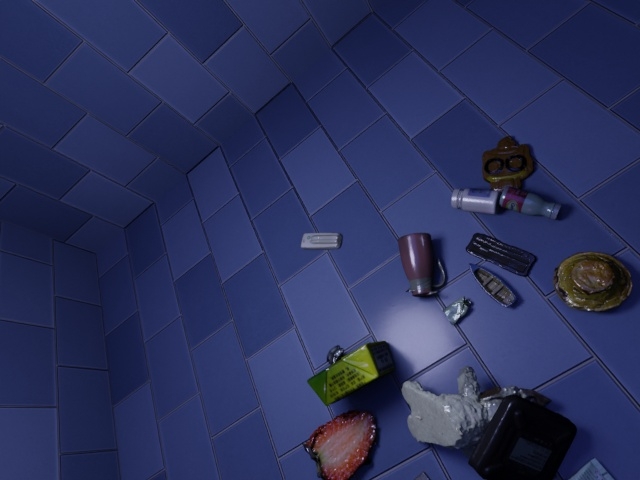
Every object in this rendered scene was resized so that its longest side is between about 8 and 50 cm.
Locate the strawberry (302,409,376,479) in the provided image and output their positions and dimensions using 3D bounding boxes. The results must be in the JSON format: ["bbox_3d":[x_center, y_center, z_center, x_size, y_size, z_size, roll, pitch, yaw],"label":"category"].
[{"bbox_3d":[0.101,0.838,1.656,0.306,0.137,0.233,-29,74,-12],"label":"strawberry"}]

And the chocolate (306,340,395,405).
[{"bbox_3d":[0.141,0.537,1.644,0.289,0.301,0.137,-36,68,14],"label":"chocolate"}]

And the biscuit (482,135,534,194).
[{"bbox_3d":[0.814,-0.332,1.762,0.209,0.041,0.290,-4,68,29],"label":"biscuit"}]

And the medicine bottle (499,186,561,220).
[{"bbox_3d":[0.846,-0.148,1.631,0.217,0.090,0.090,24,83,30],"label":"medicine bottle"}]

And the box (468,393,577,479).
[{"bbox_3d":[0.653,0.661,1.292,0.288,0.290,0.073,-62,13,2],"label":"box"}]

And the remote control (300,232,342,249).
[{"bbox_3d":[0.000,0.000,2.104,0.230,0.049,0.090,-2,67,32],"label":"remote control"}]

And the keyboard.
[{"bbox_3d":[0.735,0.054,1.657,0.262,0.016,0.106,29,86,36],"label":"keyboard"}]

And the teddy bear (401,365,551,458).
[{"bbox_3d":[0.556,0.616,1.463,0.375,0.362,0.327,161,101,-67],"label":"teddy bear"}]

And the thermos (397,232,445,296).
[{"bbox_3d":[0.439,0.111,1.748,0.177,0.146,0.264,-7,73,1],"label":"thermos"}]

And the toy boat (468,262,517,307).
[{"bbox_3d":[0.683,0.175,1.619,0.080,0.046,0.229,-46,53,7],"label":"toy boat"}]

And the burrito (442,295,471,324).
[{"bbox_3d":[0.561,0.284,1.646,0.118,0.044,0.074,-40,57,13],"label":"burrito"}]

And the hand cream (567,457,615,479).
[{"bbox_3d":[0.767,0.824,1.281,0.331,0.058,0.085,-41,53,10],"label":"hand cream"}]

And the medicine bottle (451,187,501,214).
[{"bbox_3d":[0.670,-0.172,1.740,0.187,0.103,0.102,12,76,35],"label":"medicine bottle"}]

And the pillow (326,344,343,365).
[{"bbox_3d":[0.064,0.514,1.805,0.055,0.136,0.091,11,84,-10],"label":"pillow"}]

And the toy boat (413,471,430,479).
[{"bbox_3d":[0.399,0.923,1.487,0.063,0.016,0.115,-47,53,6],"label":"toy boat"}]

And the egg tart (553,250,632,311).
[{"bbox_3d":[0.960,0.139,1.434,0.241,0.106,0.241,-16,59,28],"label":"egg tart"}]
